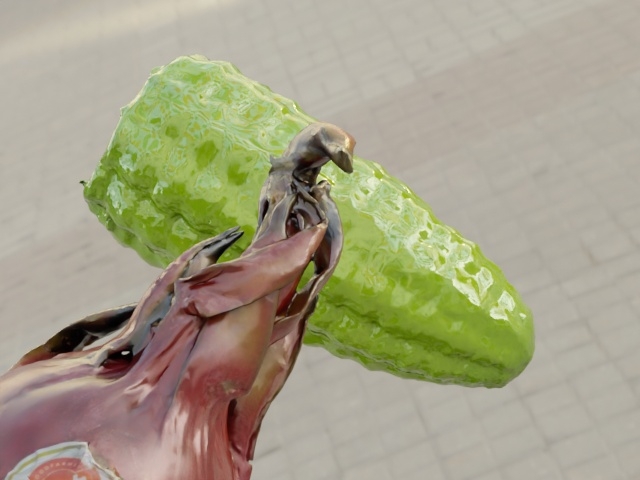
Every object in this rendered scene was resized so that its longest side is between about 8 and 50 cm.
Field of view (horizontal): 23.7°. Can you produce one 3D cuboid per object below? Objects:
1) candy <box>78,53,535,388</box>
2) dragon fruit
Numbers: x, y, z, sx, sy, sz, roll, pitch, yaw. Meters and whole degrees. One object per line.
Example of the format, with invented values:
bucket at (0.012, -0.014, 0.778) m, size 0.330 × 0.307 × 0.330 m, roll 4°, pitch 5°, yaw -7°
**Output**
candy at (0.000, 0.000, 0.667) m, size 0.097 × 0.209 × 0.097 m, roll -59°, pitch -5°, yaw -8°
dragon fruit at (-0.051, 0.049, 0.390) m, size 0.190 × 0.094 × 0.094 m, roll -60°, pitch 24°, yaw 4°
